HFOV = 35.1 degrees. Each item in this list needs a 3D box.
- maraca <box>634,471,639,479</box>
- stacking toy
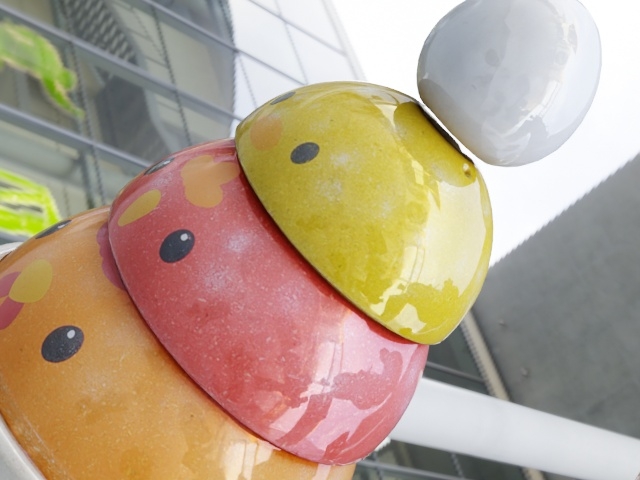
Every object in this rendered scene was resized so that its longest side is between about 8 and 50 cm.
[{"bbox_3d":[0.303,0.187,0.738,0.186,0.127,0.099,-43,-129,55],"label":"maraca"},{"bbox_3d":[0.000,0.000,0.730,0.480,0.351,0.350,-45,-133,15],"label":"stacking toy"}]
